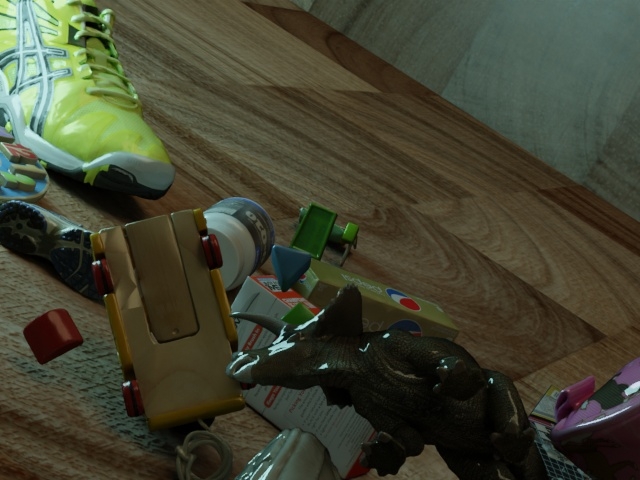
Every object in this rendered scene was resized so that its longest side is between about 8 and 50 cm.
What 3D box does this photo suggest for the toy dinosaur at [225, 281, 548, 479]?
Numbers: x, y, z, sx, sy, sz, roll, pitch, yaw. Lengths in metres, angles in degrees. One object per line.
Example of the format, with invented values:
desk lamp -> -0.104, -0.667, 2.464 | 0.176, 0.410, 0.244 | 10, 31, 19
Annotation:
toy dinosaur -> 0.095, 0.119, 1.237 | 0.313, 0.121, 0.160 | 25, 16, -17

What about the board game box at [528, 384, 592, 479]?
board game box -> 0.275, 0.245, 1.578 | 0.243, 0.042, 0.165 | 33, 33, 11

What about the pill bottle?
pill bottle -> -0.094, 0.006, 1.693 | 0.078, 0.078, 0.137 | 31, 15, 4

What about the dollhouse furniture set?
dollhouse furniture set -> 0.000, 0.000, 2.009 | 0.076, 0.058, 0.152 | 23, -5, 4

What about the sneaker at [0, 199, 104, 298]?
sneaker -> -0.215, 0.004, 1.527 | 0.135, 0.052, 0.058 | 32, 10, 8

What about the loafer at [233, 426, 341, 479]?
loafer -> -0.022, 0.214, 1.094 | 0.111, 0.112, 0.319 | 37, 19, -6

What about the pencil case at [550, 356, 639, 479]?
pencil case -> 0.323, 0.246, 1.257 | 0.386, 0.167, 0.160 | 59, 6, -1

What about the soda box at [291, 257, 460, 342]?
soda box -> 0.046, 0.076, 1.760 | 0.181, 0.061, 0.058 | 21, 18, -31

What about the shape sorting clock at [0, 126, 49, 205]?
shape sorting clock -> -0.344, -0.090, 1.612 | 0.206, 0.040, 0.206 | 28, 14, -8

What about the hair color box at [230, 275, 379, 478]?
hair color box -> -0.010, 0.112, 1.470 | 0.167, 0.093, 0.053 | 36, 15, 21

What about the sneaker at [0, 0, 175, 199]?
sneaker -> -0.268, -0.176, 1.838 | 0.145, 0.147, 0.384 | 15, 21, -49

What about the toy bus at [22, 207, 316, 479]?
toy bus -> -0.111, 0.079, 1.350 | 0.191, 0.202, 0.104 | 29, -20, 8
